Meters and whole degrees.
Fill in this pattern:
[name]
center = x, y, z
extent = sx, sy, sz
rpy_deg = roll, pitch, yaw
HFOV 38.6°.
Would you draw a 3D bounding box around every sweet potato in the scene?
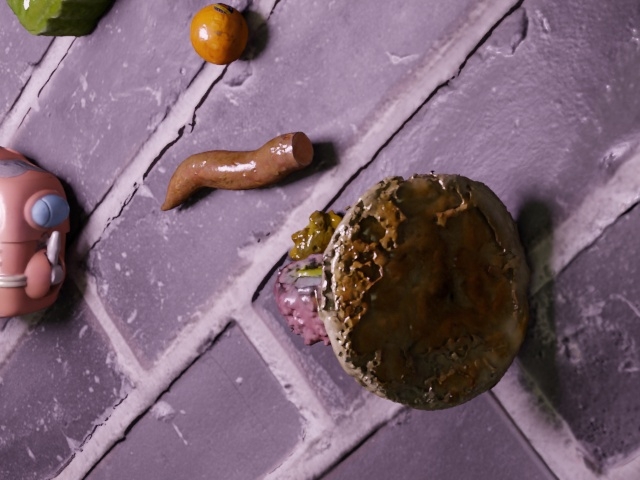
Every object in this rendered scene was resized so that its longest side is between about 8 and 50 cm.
[sweet potato]
center = -0.127, -0.097, 1.259
extent = 0.281, 0.059, 0.067
rpy_deg = -7, 127, 38

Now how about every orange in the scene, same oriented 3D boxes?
[orange]
center = -0.136, -0.276, 1.226
extent = 0.083, 0.083, 0.083
rpy_deg = 5, 99, 33

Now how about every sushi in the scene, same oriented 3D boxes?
[sushi]
center = 0.062, 0.061, 1.115
extent = 0.161, 0.241, 0.107
rpy_deg = -148, 46, -68

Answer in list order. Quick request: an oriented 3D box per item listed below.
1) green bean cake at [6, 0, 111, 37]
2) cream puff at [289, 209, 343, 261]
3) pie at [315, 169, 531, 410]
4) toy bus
[green bean cake]
center = -0.380, -0.446, 1.340
extent = 0.248, 0.125, 0.222
rpy_deg = -37, 75, 31
[cream puff]
center = 0.000, 0.000, 1.192
extent = 0.058, 0.083, 0.083
rpy_deg = -117, 27, -66
[pie]
center = 0.125, 0.055, 1.019
extent = 0.055, 0.274, 0.274
rpy_deg = -169, 75, -70
[toy bus]
center = -0.509, -0.007, 1.453
extent = 0.232, 0.194, 0.287
rpy_deg = 11, 102, 24
